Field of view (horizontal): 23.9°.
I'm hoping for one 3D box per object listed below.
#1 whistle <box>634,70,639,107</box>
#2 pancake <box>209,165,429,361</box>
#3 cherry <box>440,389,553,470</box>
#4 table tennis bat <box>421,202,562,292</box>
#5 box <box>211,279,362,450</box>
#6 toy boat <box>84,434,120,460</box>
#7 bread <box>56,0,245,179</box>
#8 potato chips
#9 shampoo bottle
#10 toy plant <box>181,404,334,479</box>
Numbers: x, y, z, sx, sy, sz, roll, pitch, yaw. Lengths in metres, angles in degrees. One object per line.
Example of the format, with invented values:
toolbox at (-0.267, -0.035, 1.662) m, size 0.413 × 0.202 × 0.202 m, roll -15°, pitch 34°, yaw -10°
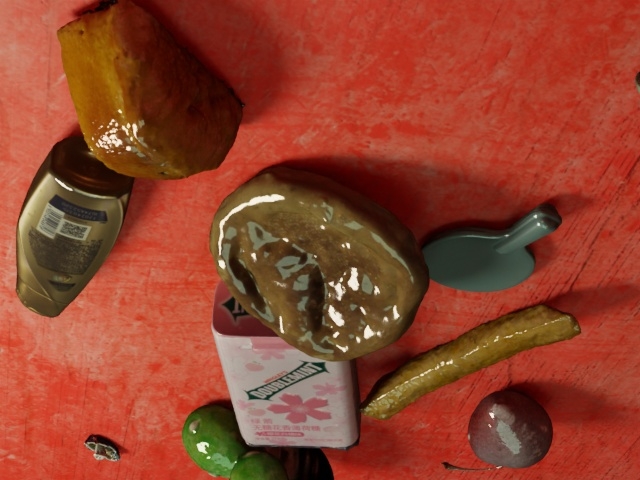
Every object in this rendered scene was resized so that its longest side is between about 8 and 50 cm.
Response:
whistle at (0.360, -0.165, 1.643) m, size 0.035 × 0.035 × 0.100 m, roll -6°, pitch 144°, yaw 17°
pancake at (-0.004, 0.033, 1.901) m, size 0.294 × 0.049 × 0.294 m, roll 12°, pitch 129°, yaw 15°
cherry at (0.256, 0.287, 2.296) m, size 0.188 × 0.115 × 0.148 m, roll -2°, pitch 166°, yaw 21°
table tennis bat at (0.224, 0.010, 1.942) m, size 0.149 × 0.038 × 0.237 m, roll 23°, pitch 148°, yaw -22°
box at (-0.041, 0.183, 2.189) m, size 0.190 × 0.112 × 0.369 m, roll 3°, pitch 149°, yaw 5°
toy boat at (-0.374, 0.358, 2.576) m, size 0.038 × 0.038 × 0.083 m, roll -16°, pitch 142°, yaw 31°
bread at (-0.189, -0.140, 1.680) m, size 0.129 × 0.134 × 0.260 m, roll -12°, pitch 143°, yaw 27°
potato chips at (0.216, 0.163, 2.143) m, size 0.057 × 0.080 × 0.407 m, roll 41°, pitch 134°, yaw -22°
shampoo bottle at (-0.331, -0.007, 1.956) m, size 0.126 × 0.084 × 0.350 m, roll 17°, pitch 146°, yaw -12°
toy plant at (-0.097, 0.359, 2.406) m, size 0.235 × 0.175 × 0.218 m, roll 30°, pitch -175°, yaw -41°
